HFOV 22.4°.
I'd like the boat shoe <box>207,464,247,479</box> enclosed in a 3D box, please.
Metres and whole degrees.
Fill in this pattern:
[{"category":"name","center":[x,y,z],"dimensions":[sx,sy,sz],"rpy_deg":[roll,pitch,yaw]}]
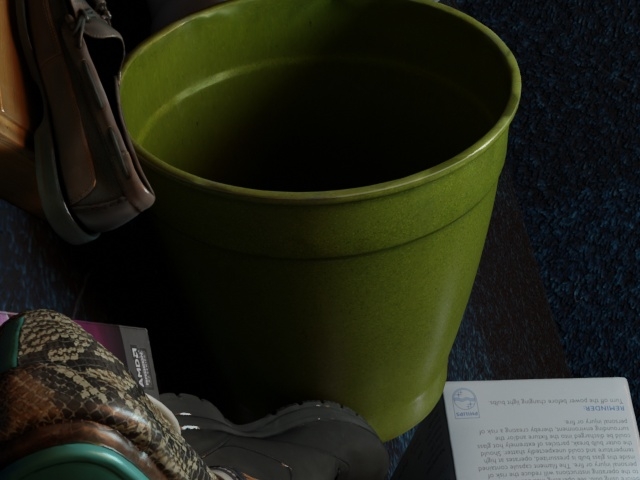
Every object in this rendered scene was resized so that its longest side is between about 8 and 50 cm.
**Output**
[{"category":"boat shoe","center":[-0.055,0.275,1.267],"dimensions":[0.065,0.075,0.206],"rpy_deg":[-11,85,-72]}]

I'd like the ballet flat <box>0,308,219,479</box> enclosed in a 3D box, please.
[{"category":"ballet flat","center":[-0.087,0.224,1.102],"dimensions":[0.182,0.164,0.482],"rpy_deg":[-104,168,-53]}]

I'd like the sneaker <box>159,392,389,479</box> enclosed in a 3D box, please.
[{"category":"sneaker","center":[-0.046,0.213,1.411],"dimensions":[0.286,0.109,0.130],"rpy_deg":[5,35,-39]}]

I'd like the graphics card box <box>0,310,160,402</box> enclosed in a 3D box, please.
[{"category":"graphics card box","center":[-0.218,0.169,1.122],"dimensions":[0.371,0.094,0.232],"rpy_deg":[21,56,-69]}]

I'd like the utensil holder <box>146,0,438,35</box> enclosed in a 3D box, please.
[{"category":"utensil holder","center":[-0.069,-0.412,1.743],"dimensions":[0.327,0.328,0.385],"rpy_deg":[10,62,-70]}]

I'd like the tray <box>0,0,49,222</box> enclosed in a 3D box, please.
[{"category":"tray","center":[-0.272,-0.238,1.374],"dimensions":[0.203,0.076,0.410],"rpy_deg":[36,42,-62]}]

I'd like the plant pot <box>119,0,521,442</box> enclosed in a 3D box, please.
[{"category":"plant pot","center":[0.000,0.000,1.535],"dimensions":[0.366,0.367,0.353],"rpy_deg":[-81,171,-54]}]

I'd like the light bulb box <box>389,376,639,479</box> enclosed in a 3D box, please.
[{"category":"light bulb box","center":[0.221,0.389,1.796],"dimensions":[0.358,0.225,0.361],"rpy_deg":[107,-21,-59]}]

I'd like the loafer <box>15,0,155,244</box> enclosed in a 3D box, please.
[{"category":"loafer","center":[-0.180,-0.128,1.286],"dimensions":[0.096,0.084,0.267],"rpy_deg":[37,39,-61]}]
